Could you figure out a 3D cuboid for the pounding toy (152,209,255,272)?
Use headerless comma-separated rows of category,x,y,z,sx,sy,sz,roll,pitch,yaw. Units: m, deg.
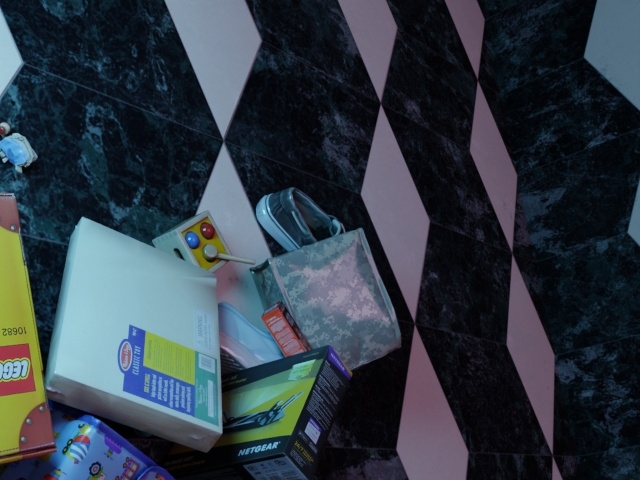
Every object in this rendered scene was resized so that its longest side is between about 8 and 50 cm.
pounding toy,-0.226,0.022,1.736,0.130,0.100,0.141,-39,104,-53

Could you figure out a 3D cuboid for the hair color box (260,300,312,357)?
hair color box,-0.060,0.193,1.738,0.141,0.043,0.072,58,7,-6

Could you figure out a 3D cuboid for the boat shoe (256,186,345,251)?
boat shoe,0.000,0.000,2.029,0.335,0.119,0.121,37,45,-36

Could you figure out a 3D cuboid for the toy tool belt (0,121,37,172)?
toy tool belt,-0.520,-0.156,1.487,0.083,0.052,0.051,54,29,-19

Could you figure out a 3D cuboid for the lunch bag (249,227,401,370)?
lunch bag,0.017,0.147,1.877,0.235,0.169,0.286,-19,86,-24

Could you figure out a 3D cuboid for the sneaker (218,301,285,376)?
sneaker,-0.096,0.257,1.756,0.366,0.135,0.150,49,43,-27

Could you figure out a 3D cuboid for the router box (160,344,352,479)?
router box,-0.116,0.324,1.541,0.081,0.309,0.243,53,37,-23

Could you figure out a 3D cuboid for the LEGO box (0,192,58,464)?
LEGO box,-0.610,0.132,1.085,0.500,0.193,0.372,1,74,-53

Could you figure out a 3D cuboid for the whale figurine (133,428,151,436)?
whale figurine,-0.287,0.224,1.513,0.272,0.141,0.216,26,53,-46

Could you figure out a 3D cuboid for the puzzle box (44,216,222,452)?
puzzle box,-0.293,0.140,1.435,0.272,0.052,0.408,26,27,-23

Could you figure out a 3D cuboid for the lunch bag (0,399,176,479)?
lunch bag,-0.341,0.415,1.331,0.293,0.138,0.221,51,60,-39
